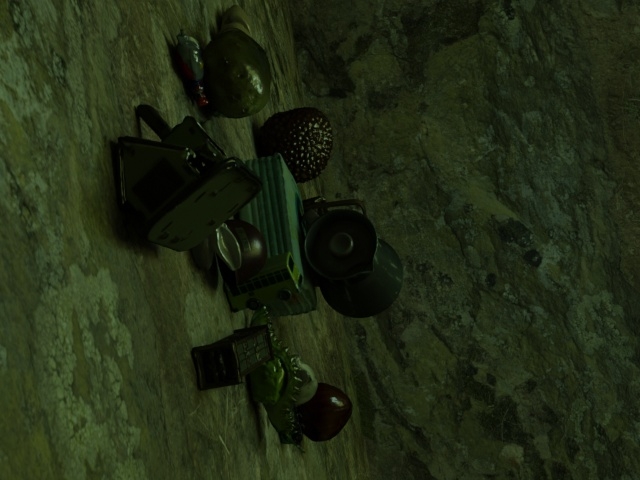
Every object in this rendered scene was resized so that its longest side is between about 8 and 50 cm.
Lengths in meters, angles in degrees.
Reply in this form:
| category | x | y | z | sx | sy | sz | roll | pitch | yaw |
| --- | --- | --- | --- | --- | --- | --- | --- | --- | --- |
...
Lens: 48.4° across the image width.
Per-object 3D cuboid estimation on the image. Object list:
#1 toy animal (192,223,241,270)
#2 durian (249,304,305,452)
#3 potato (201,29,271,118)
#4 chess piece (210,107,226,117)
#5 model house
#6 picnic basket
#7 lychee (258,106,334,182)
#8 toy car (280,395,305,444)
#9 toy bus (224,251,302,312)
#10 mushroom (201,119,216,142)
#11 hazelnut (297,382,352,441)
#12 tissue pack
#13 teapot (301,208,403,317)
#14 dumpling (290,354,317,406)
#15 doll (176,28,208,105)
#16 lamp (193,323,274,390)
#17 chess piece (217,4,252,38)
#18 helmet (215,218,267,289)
| category | x | y | z | sx | sy | sz | roll | pitch | yaw |
| --- | --- | --- | --- | --- | --- | --- | --- | --- | --- |
| toy animal | -0.232 | -0.039 | 1.454 | 0.131 | 0.104 | 0.220 | -7 | 85 | -84 |
| durian | -0.111 | 0.331 | 1.729 | 0.106 | 0.132 | 0.375 | 94 | -17 | -70 |
| potato | -0.220 | -0.437 | 1.850 | 0.210 | 0.173 | 0.307 | 52 | 16 | -22 |
| chess piece | -0.267 | -0.345 | 1.900 | 0.093 | 0.042 | 0.042 | -53 | 131 | -71 |
| model house | -0.273 | -0.148 | 1.236 | 0.278 | 0.205 | 0.218 | 50 | 1 | 11 |
| picnic basket | 0.000 | 0.000 | 2.284 | 0.291 | 0.321 | 0.254 | -77 | 159 | -61 |
| lychee | -0.077 | -0.318 | 2.412 | 0.267 | 0.268 | 0.267 | -11 | 90 | -82 |
| toy car | -0.088 | 0.466 | 1.916 | 0.071 | 0.063 | 0.165 | -67 | 145 | -78 |
| toy bus | -0.139 | 0.099 | 1.695 | 0.088 | 0.175 | 0.101 | -85 | 155 | -64 |
| mushroom | -0.271 | -0.236 | 1.692 | 0.202 | 0.054 | 0.059 | -99 | 179 | -58 |
| hazelnut | 0.011 | 0.513 | 2.142 | 0.204 | 0.178 | 0.178 | 92 | -6 | -53 |
| tissue pack | -0.123 | -0.010 | 1.991 | 0.287 | 0.162 | 0.387 | 63 | 17 | -65 |
| teapot | 0.077 | 0.048 | 2.005 | 0.300 | 0.253 | 0.344 | 44 | -6 | 24 |
| dumpling | -0.067 | 0.391 | 2.023 | 0.199 | 0.118 | 0.136 | 114 | -40 | -52 |
| doll | -0.300 | -0.404 | 1.661 | 0.194 | 0.062 | 0.104 | 80 | 5 | -45 |
| lamp | -0.176 | 0.243 | 1.516 | 0.325 | 0.090 | 0.089 | 1 | 78 | -81 |
| chess piece | -0.254 | -0.630 | 2.174 | 0.139 | 0.124 | 0.307 | 38 | 25 | -28 |
| helmet | -0.179 | 0.012 | 1.600 | 0.175 | 0.106 | 0.155 | 60 | -24 | 24 |
